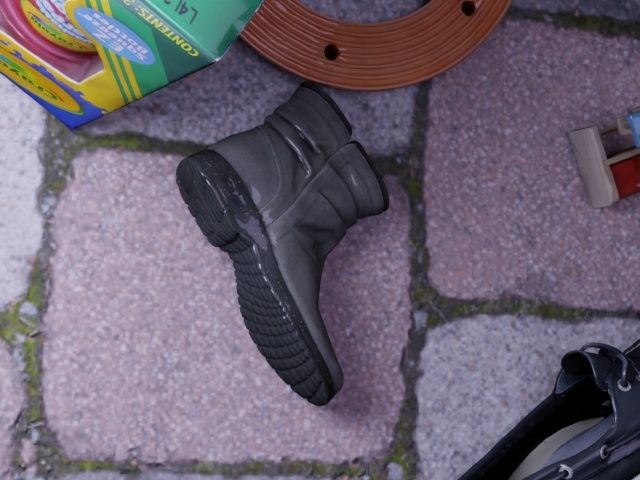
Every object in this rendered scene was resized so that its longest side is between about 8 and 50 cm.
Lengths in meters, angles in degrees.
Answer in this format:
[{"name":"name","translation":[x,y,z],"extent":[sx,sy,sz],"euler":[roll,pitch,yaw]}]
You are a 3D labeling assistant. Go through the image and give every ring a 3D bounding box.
[{"name":"ring","translation":[0.029,-0.294,1.665],"extent":[0.336,0.032,0.337],"euler":[2,85,-21]}]

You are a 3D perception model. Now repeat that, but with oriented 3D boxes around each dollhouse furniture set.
[{"name":"dollhouse furniture set","translation":[0.348,-0.070,1.724],"extent":[0.183,0.129,0.129],"euler":[-20,94,-23]}]

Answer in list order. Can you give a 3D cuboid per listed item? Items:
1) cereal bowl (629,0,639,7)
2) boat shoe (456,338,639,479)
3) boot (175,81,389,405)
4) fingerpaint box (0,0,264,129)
[{"name":"cereal bowl","translation":[0.338,-0.352,1.734],"extent":[0.339,0.141,0.339],"euler":[2,86,-22]},{"name":"boat shoe","translation":[0.239,0.149,1.669],"extent":[0.340,0.127,0.113],"euler":[-40,113,-10]},{"name":"boot","translation":[0.000,0.000,1.611],"extent":[0.161,0.083,0.247],"euler":[-30,99,-27]},{"name":"fingerpaint box","translation":[-0.258,-0.290,1.366],"extent":[0.445,0.371,0.163],"euler":[39,73,-16]}]
